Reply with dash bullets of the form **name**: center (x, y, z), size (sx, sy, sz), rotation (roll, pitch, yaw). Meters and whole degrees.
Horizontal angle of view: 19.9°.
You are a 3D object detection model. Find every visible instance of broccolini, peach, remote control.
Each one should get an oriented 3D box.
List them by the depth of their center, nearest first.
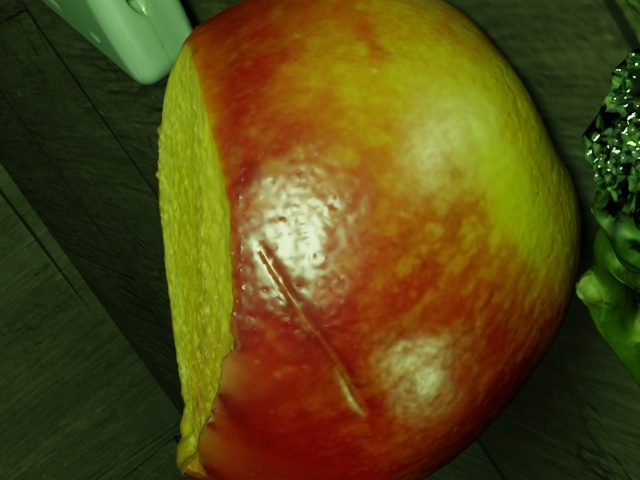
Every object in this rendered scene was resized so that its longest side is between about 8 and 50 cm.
- **broccolini**: center (0.141, 0.031, 0.618), size (0.123, 0.062, 0.271), rotation (54, 176, 19)
- **peach**: center (0.000, 0.000, 0.700), size (0.190, 0.192, 0.190), rotation (43, 159, 21)
- **remote control**: center (-0.174, -0.201, 1.104), size (0.296, 0.056, 0.140), rotation (42, 162, 47)
